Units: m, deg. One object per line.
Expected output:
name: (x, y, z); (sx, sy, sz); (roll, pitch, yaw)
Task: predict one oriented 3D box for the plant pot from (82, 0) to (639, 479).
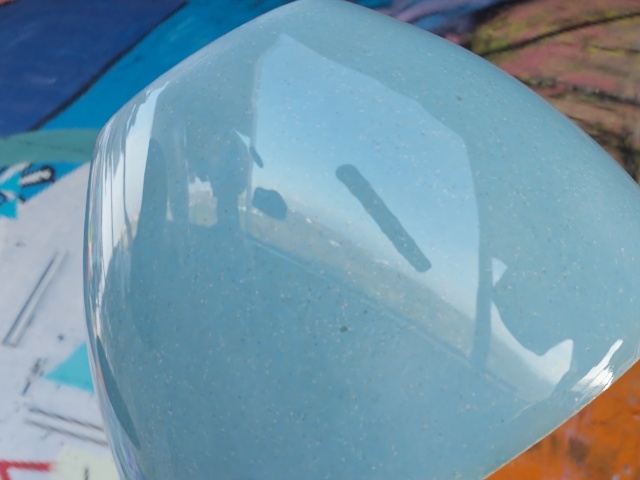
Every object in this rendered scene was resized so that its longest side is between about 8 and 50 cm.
plant pot: (0.000, 0.000, 0.479); (0.290, 0.290, 0.195); (-30, -87, 52)
